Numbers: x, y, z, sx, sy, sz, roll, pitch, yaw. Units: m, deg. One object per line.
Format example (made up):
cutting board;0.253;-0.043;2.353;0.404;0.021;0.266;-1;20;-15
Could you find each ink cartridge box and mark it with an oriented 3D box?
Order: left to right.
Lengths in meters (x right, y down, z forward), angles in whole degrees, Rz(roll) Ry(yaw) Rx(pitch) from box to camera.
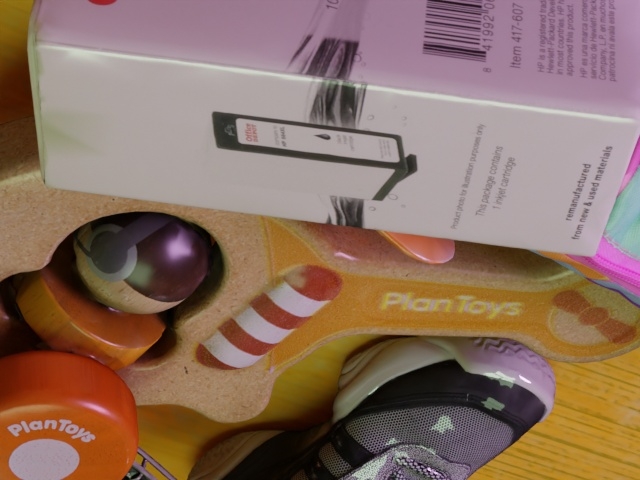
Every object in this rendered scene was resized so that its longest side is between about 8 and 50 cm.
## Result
ink cartridge box;0.008;-0.086;0.624;0.203;0.148;0.086;8;144;0

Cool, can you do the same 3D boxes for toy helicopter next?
toy helicopter;0.000;0.000;0.785;0.355;0.140;0.235;3;134;-14

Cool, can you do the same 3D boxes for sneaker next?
sneaker;0.020;0.158;0.929;0.101;0.153;0.268;32;135;-29

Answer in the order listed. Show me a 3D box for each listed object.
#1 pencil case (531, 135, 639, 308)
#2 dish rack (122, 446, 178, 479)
pencil case;0.194;0.007;0.756;0.236;0.104;0.104;27;137;-22
dish rack;-0.206;0.122;0.962;0.271;0.074;0.208;-15;139;33
